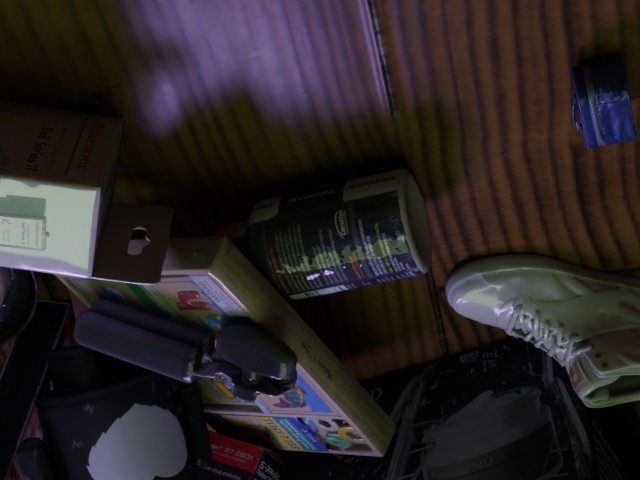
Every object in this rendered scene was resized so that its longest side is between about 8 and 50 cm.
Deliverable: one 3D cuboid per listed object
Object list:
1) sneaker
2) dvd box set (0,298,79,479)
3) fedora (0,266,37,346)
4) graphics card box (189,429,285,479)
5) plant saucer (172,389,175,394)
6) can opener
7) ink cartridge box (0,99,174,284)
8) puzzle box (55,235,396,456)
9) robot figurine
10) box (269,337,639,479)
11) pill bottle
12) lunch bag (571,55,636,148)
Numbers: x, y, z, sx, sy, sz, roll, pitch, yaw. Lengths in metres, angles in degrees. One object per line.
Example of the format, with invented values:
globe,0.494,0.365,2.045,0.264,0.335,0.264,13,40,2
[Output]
sneaker,0.302,0.117,1.706,0.292,0.169,0.108,7,137,-1
dvd box set,-0.377,0.333,1.869,0.062,0.307,0.420,5,135,7
fedora,-0.513,0.095,1.657,0.334,0.152,0.334,2,136,2
graphics card box,-0.223,0.423,1.813,0.233,0.371,0.094,14,161,25
plant saucer,-0.160,0.178,1.891,0.198,0.036,0.198,1,135,1
can opener,-0.154,0.120,1.613,0.280,0.074,0.093,14,114,16
ink cartridge box,-0.339,-0.066,1.522,0.353,0.207,0.119,8,117,-5
puzzle box,-0.117,0.140,1.720,0.272,0.052,0.409,-3,140,39
robot figurine,-0.253,0.258,1.710,0.209,0.173,0.278,-14,93,4
box,0.187,0.427,1.810,0.480,0.472,0.297,-19,130,21
pill bottle,0.000,0.000,1.631,0.245,0.130,0.130,-12,133,16
lunch bag,0.309,-0.148,1.505,0.065,0.067,0.098,-9,135,13
